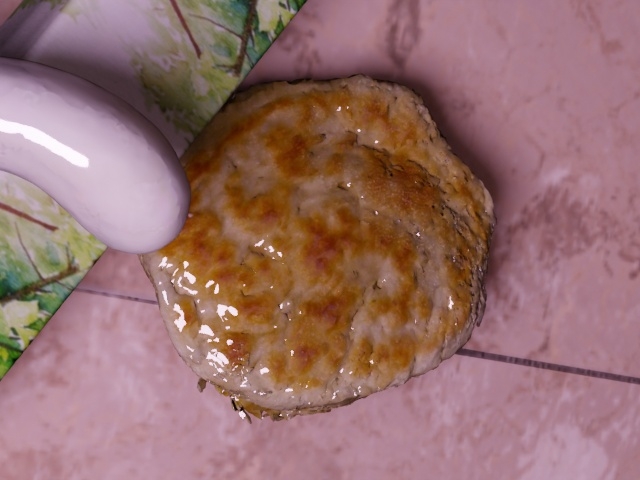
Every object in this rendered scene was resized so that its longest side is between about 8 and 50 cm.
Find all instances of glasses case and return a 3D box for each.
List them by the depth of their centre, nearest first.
[{"bbox_3d":[-0.126,-0.044,0.772,0.272,0.062,0.095,-51,122,-12],"label":"glasses case"}]

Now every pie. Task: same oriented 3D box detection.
[{"bbox_3d":[0.000,0.000,0.842,0.193,0.079,0.163,-13,96,-27],"label":"pie"}]

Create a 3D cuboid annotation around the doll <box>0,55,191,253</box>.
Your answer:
[{"bbox_3d":[-0.256,-0.127,0.613,0.376,0.187,0.365,-16,106,-29],"label":"doll"}]
